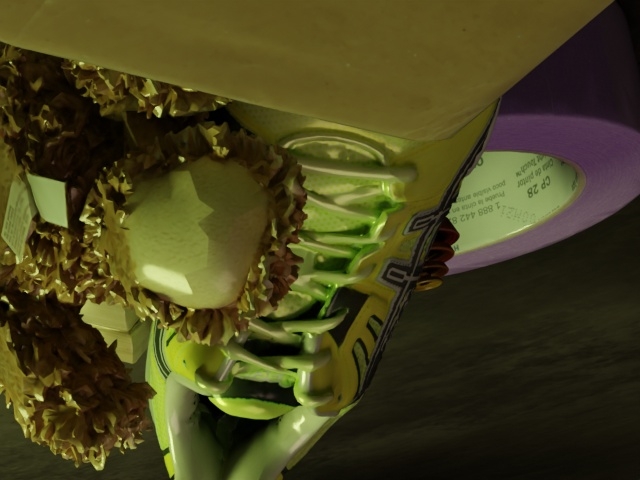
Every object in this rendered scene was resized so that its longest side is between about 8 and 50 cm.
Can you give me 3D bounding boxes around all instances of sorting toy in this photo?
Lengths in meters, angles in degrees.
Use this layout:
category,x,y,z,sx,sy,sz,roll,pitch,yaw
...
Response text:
category,x,y,z,sx,sy,sz,roll,pitch,yaw
sorting toy,0.030,0.015,1.086,0.102,0.042,0.061,-13,162,9

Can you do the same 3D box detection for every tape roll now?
category,x,y,z,sx,sy,sz,roll,pitch,yaw
tape roll,0.049,-0.055,1.099,0.275,0.090,0.275,-9,162,-3

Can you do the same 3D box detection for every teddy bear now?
category,x,y,z,sx,sy,sz,roll,pitch,yaw
teddy bear,-0.100,-0.033,0.847,0.113,0.245,0.338,-13,164,-34

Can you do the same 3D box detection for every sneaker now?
category,x,y,z,sx,sy,sz,roll,pitch,yaw
sneaker,0.000,0.000,0.897,0.145,0.147,0.385,9,144,-4

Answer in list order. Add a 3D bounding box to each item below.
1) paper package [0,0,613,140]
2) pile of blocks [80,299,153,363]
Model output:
category,x,y,z,sx,sy,sz,roll,pitch,yaw
paper package,-0.015,-0.186,0.408,0.309,0.168,0.325,12,147,-27
pile of blocks,-0.225,-0.001,1.132,0.362,0.149,0.112,-11,-152,34
